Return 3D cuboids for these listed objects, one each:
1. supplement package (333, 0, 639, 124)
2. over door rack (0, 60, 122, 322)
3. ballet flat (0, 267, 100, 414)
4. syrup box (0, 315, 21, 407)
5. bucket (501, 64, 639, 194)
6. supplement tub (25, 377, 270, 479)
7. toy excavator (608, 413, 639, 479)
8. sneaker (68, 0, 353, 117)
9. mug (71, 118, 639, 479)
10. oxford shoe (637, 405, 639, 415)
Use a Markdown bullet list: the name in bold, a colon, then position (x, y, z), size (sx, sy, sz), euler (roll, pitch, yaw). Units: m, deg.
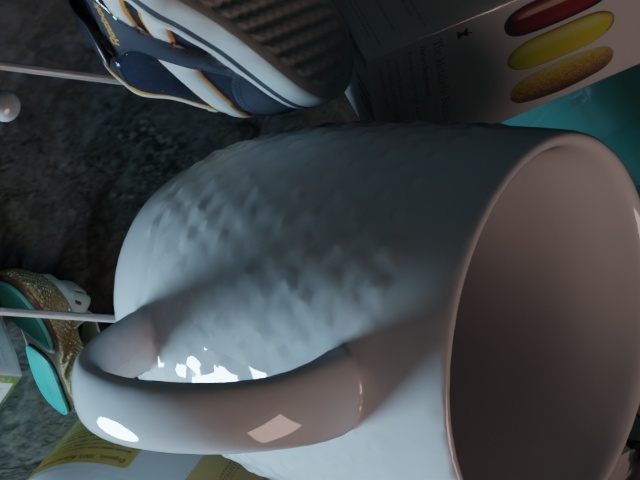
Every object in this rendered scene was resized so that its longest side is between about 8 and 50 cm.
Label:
- **supplement package**: position (0.128, -0.184, 1.282), size (0.244, 0.134, 0.139), euler (-23, 145, -5)
- **over door rack**: position (-0.222, -0.023, 1.242), size (0.324, 0.108, 0.240), euler (-2, 124, -31)
- **ballet flat**: position (-0.227, 0.072, 1.453), size (0.067, 0.073, 0.206), euler (-44, 154, -23)
- **syrup box**: position (-0.371, 0.096, 1.348), size (0.237, 0.096, 0.093), euler (9, 130, -40)
- **bucket**: position (0.291, -0.046, 1.522), size (0.281, 0.183, 0.281), euler (-17, 144, -13)
- **supplement tub**: position (-0.145, 0.252, 1.461), size (0.228, 0.228, 0.316), euler (-56, 178, 35)
- **toy excavator**: position (0.074, 0.229, 1.369), size (0.445, 0.433, 0.222), euler (8, 112, -32)
- **sneaker**: position (-0.122, -0.183, 1.123), size (0.127, 0.126, 0.321), euler (-12, 138, 39)
- **mug**: position (-0.002, 0.061, 1.159), size (0.374, 0.328, 0.276), euler (-23, 114, -49)
- **oxford shoe**: position (0.321, 0.202, 1.914), size (0.348, 0.123, 0.130), euler (-19, 139, -13)
